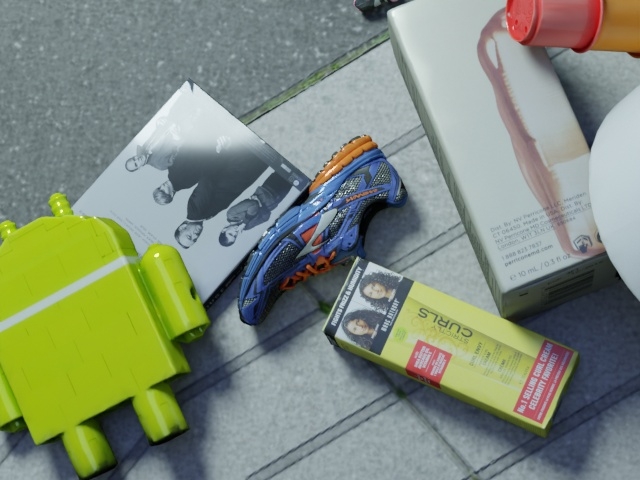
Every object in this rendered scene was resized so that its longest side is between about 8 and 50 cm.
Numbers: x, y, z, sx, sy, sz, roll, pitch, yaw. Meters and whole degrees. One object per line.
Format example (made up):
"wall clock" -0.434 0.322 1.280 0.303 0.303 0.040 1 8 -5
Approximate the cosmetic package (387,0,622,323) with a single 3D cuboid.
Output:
"cosmetic package" 0.177 -0.088 1.495 0.129 0.153 0.296 -22 75 2

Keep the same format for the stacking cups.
"stacking cups" 0.325 -0.214 1.454 0.316 0.096 0.096 2 74 -21

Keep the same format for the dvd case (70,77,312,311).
"dvd case" -0.148 -0.023 1.596 0.179 0.029 0.239 40 86 16

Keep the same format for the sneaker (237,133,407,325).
"sneaker" 0.000 0.000 1.541 0.087 0.083 0.221 40 89 9

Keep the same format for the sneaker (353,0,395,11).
"sneaker" 0.035 -0.288 1.628 0.057 0.047 0.119 -29 71 13

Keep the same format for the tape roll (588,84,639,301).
"tape roll" 0.383 -0.040 1.399 0.286 0.100 0.286 11 62 -21

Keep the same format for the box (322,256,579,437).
"box" 0.124 0.102 1.502 0.232 0.058 0.087 24 80 14

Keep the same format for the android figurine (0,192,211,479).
"android figurine" -0.235 0.088 1.545 0.248 0.056 0.273 -29 79 14
